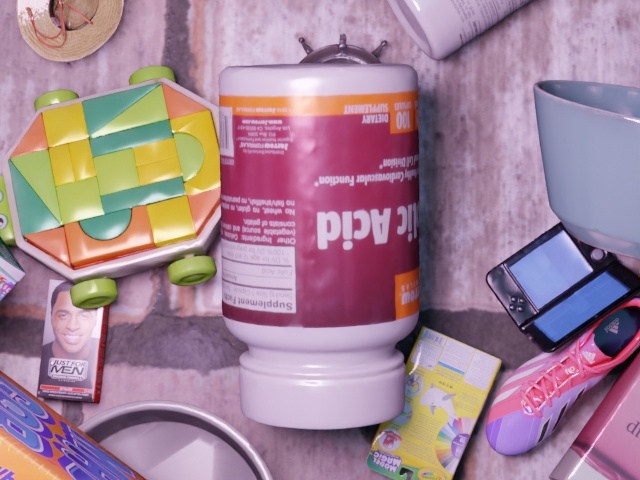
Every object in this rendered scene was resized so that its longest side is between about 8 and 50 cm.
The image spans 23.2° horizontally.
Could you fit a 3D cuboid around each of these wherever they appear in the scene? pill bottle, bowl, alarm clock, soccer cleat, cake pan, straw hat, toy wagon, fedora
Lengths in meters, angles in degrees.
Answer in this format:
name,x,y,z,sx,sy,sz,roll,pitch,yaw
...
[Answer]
name,x,y,z,sx,sy,sz,roll,pitch,yaw
pill bottle,0.196,-0.327,1.849,0.229,0.131,0.131,-34,84,-3
bowl,0.378,-0.073,1.757,0.312,0.311,0.163,11,104,2
alarm clock,0.024,-0.150,1.870,0.129,0.064,0.192,1,87,1
pill bottle,0.000,0.000,1.744,0.224,0.224,0.392,-1,98,1
soccer cleat,0.288,0.152,1.810,0.248,0.095,0.083,-41,82,-5
cake pan,-0.183,0.327,1.744,0.293,0.054,0.293,-1,80,7
straw hat,-0.294,-0.286,1.890,0.145,0.061,0.144,1,94,16
toy wagon,-0.271,-0.056,1.835,0.344,0.068,0.267,-14,72,0
fedora,-0.154,0.333,1.808,0.194,0.079,0.194,-1,80,7

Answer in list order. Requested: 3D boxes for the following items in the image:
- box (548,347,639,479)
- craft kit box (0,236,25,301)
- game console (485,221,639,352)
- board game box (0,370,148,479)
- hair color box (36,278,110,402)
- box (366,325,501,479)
name,x,y,z,sx,sy,sz,roll,pitch,yaw
box,0.392,0.224,1.785,0.149,0.127,0.232,35,85,4
craft kit box,-0.476,0.054,1.776,0.246,0.061,0.250,-49,43,3
game console,0.284,0.047,1.826,0.144,0.085,0.124,-34,82,-3
board game box,-0.366,0.333,1.508,0.356,0.356,0.356,38,86,-8
hair color box,-0.292,0.120,1.853,0.072,0.043,0.141,4,83,3
box,0.131,0.203,1.836,0.105,0.043,0.179,24,82,3
